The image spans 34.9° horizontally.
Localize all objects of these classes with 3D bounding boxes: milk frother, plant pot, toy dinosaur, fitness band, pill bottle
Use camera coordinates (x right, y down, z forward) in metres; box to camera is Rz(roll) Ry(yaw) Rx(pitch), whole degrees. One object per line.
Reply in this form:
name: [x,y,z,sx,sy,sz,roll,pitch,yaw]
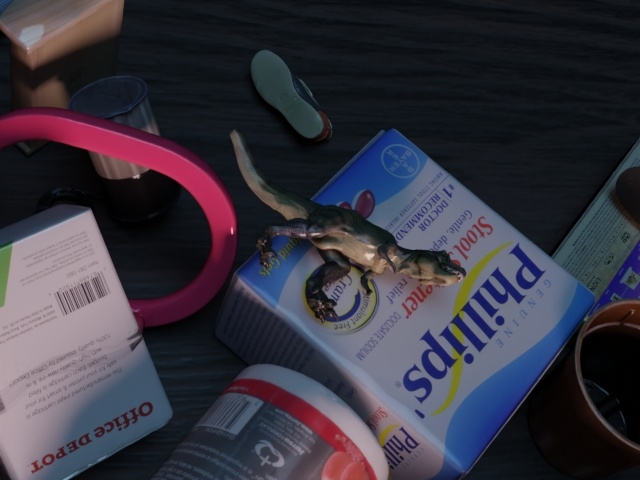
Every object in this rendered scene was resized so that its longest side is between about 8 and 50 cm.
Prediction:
milk frother: [-0.239,-0.083,1.070,0.129,0.134,0.143,16,46,33]
plant pot: [0.309,0.169,1.069,0.167,0.165,0.166,6,61,-11]
toy dinosaur: [0.000,0.000,0.967,0.268,0.064,0.118,31,52,6]
fitness band: [-0.226,-0.017,1.012,0.291,0.208,0.054,16,14,-8]
pill bottle: [-0.092,0.276,0.891,0.176,0.176,0.318,37,59,6]

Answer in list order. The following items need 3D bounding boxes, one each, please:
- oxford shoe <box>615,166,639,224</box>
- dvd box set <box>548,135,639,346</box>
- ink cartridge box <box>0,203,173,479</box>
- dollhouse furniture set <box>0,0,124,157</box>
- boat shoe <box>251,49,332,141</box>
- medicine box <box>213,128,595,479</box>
oxford shoe: [0.449,-0.028,1.215,0.212,0.076,0.076,29,27,5]
dvd box set: [0.481,0.094,1.219,0.420,0.062,0.307,38,59,7]
ink cartridge box: [-0.254,0.098,0.935,0.160,0.093,0.219,-26,107,-26]
dollhouse furniture set: [-0.398,-0.246,1.080,0.303,0.198,0.286,42,59,9]
boat shoe: [-0.034,-0.174,1.234,0.137,0.049,0.043,51,19,17]
medicine box: [0.087,0.077,1.067,0.289,0.149,0.263,40,59,9]
